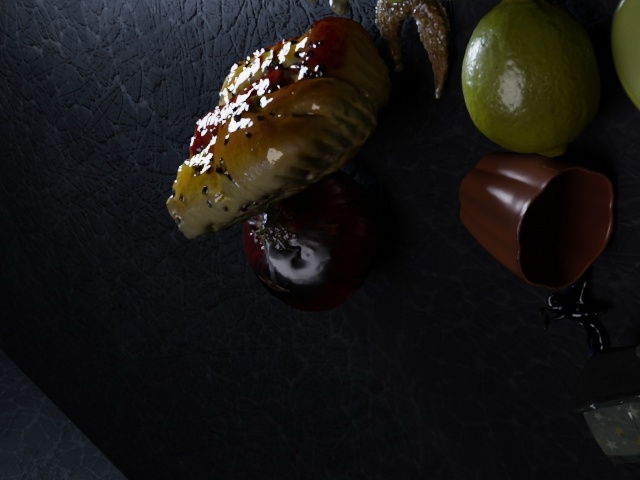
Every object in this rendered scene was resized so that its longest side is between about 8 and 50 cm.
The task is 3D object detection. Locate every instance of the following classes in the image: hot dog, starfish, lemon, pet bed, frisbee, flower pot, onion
[{"bbox_3d":[-0.058,-0.194,1.798,0.196,0.367,0.365,42,148,-25],"label":"hot dog"},{"bbox_3d":[0.154,-0.376,1.650,0.302,0.060,0.299,-30,87,54],"label":"starfish"},{"bbox_3d":[0.280,-0.224,1.497,0.184,0.184,0.248,7,120,49],"label":"lemon"},{"bbox_3d":[0.471,0.202,1.549,0.211,0.183,0.159,-21,99,54],"label":"pet bed"},{"bbox_3d":[0.464,-0.236,1.400,0.236,0.017,0.236,29,134,36],"label":"frisbee"},{"bbox_3d":[0.299,-0.047,1.610,0.173,0.191,0.190,35,139,49],"label":"flower pot"},{"bbox_3d":[0.000,0.000,2.004,0.273,0.285,0.273,-12,70,36],"label":"onion"}]

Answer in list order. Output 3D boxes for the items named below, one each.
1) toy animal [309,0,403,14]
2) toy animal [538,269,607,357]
[{"bbox_3d":[0.052,-0.416,1.622,0.168,0.121,0.233,-45,45,24],"label":"toy animal"},{"bbox_3d":[0.389,0.104,1.703,0.108,0.062,0.220,-11,104,35],"label":"toy animal"}]
